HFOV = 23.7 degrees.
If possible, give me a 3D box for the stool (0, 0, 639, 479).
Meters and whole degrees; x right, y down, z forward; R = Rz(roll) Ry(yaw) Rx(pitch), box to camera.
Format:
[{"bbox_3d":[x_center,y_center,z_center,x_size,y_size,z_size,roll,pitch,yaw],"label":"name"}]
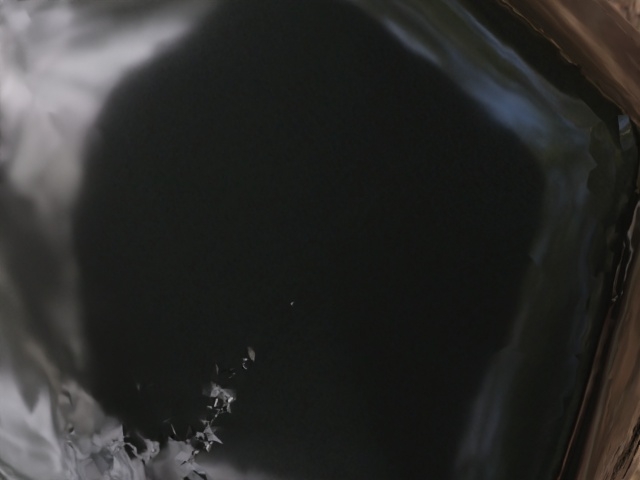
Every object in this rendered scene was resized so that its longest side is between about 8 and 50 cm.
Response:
[{"bbox_3d":[0.000,0.000,0.447,0.232,0.141,0.232,4,99,26],"label":"stool"}]
